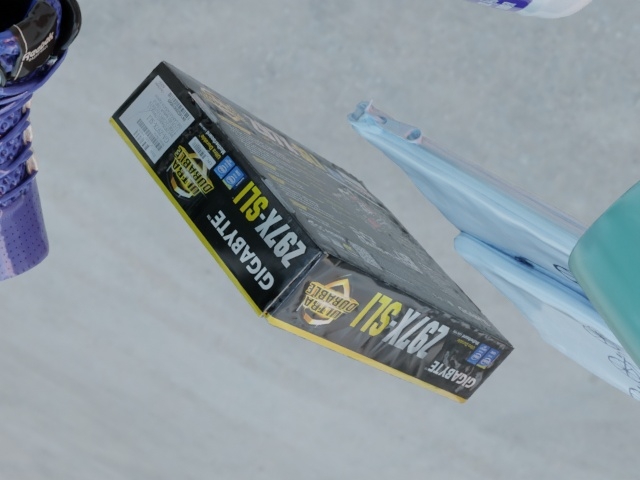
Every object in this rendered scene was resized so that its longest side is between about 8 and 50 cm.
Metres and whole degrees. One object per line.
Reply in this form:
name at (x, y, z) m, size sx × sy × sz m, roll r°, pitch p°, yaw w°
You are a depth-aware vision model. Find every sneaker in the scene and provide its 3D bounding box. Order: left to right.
sneaker at (-0.260, -0.106, 1.092) m, size 0.182 × 0.127 × 0.315 m, roll 6°, pitch 122°, yaw 38°

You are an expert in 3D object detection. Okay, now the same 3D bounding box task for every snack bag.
snack bag at (0.196, 0.054, 1.018) m, size 0.323 × 0.037 × 0.342 m, roll 35°, pitch 174°, yaw 43°

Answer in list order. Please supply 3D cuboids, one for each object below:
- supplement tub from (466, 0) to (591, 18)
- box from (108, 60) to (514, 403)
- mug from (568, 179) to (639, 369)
supplement tub at (0.004, -0.262, 0.748) m, size 0.331 × 0.241 × 0.241 m, roll 12°, pitch 160°, yaw -6°
box at (0.000, 0.000, 1.263) m, size 0.257 × 0.079 × 0.322 m, roll 47°, pitch -168°, yaw 35°
mug at (0.173, 0.009, 0.562) m, size 0.097 × 0.129 × 0.158 m, roll 56°, pitch -175°, yaw 16°
